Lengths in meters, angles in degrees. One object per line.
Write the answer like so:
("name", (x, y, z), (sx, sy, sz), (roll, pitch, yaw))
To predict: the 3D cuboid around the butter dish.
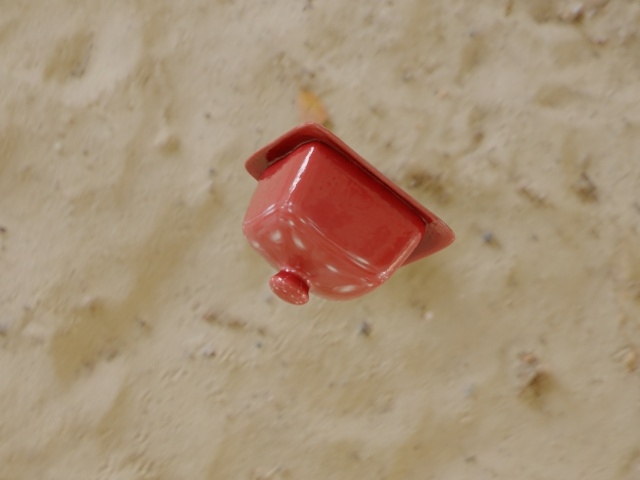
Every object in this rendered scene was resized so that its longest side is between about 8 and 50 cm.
("butter dish", (0.000, 0.000, 1.436), (0.160, 0.160, 0.118), (39, 67, -12))
